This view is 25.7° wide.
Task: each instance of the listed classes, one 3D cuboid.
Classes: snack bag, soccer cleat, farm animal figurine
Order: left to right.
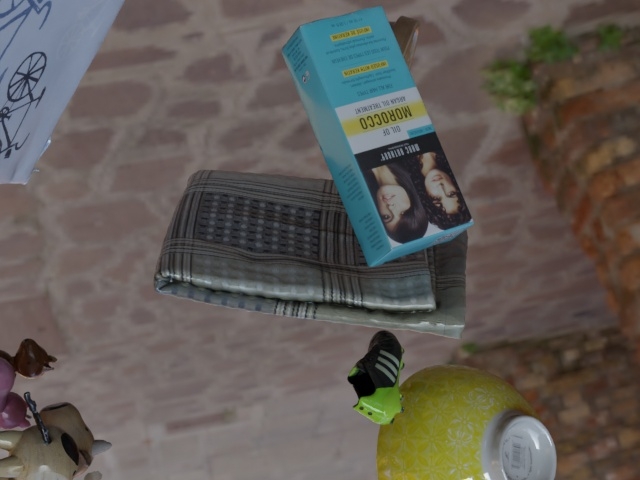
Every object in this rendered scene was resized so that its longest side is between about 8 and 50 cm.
[{"bbox_3d":[-0.325,-0.189,1.455,0.323,0.037,0.342,-59,167,14],"label":"snack bag"},{"bbox_3d":[-0.302,0.256,1.455,0.172,0.326,0.330,4,-166,-17],"label":"farm animal figurine"},{"bbox_3d":[0.074,0.175,1.901,0.072,0.179,0.060,27,121,-17],"label":"soccer cleat"}]

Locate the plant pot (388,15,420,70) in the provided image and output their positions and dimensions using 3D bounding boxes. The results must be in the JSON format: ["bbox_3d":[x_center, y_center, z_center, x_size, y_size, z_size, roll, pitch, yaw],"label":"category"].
[{"bbox_3d":[0.061,-0.220,2.042,0.110,0.237,0.237,16,162,5],"label":"plant pot"}]

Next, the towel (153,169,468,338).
[{"bbox_3d":[0.000,0.000,1.496,0.324,0.056,0.312,8,-159,-1],"label":"towel"}]

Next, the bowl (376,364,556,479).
[{"bbox_3d":[0.235,0.308,1.964,0.289,0.289,0.156,4,167,-40],"label":"bowl"}]

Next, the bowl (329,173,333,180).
[{"bbox_3d":[0.034,-0.028,2.116,0.053,0.142,0.142,11,113,-9],"label":"bowl"}]

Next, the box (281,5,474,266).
[{"bbox_3d":[0.055,-0.105,1.400,0.101,0.244,0.060,-18,169,-25],"label":"box"}]
